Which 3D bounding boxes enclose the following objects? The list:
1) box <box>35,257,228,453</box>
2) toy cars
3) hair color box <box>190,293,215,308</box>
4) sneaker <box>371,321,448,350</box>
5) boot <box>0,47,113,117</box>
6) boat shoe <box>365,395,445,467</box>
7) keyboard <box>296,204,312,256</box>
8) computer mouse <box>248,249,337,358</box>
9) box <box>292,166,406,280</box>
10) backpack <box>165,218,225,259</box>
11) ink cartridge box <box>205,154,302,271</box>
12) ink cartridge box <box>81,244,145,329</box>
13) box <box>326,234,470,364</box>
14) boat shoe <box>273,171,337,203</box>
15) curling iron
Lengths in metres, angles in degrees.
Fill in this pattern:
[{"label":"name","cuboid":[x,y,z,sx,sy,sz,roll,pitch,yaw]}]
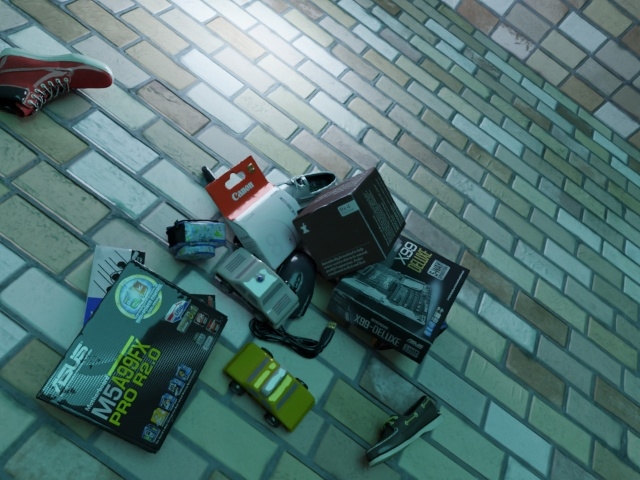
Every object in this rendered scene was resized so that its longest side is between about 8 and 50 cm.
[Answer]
[{"label":"box","cuboid":[-0.320,0.202,0.906,0.216,0.060,0.270,36,58,-17]},{"label":"toy cars","cuboid":[-0.112,0.184,1.032,0.176,0.087,0.393,-3,67,-17]},{"label":"hair color box","cuboid":[-0.284,0.146,1.028,0.141,0.043,0.072,5,58,-24]},{"label":"sneaker","cuboid":[0.215,0.204,1.232,0.221,0.083,0.087,2,52,-29]},{"label":"boot","cuboid":[-0.607,-0.343,1.169,0.244,0.088,0.176,0,59,-18]},{"label":"boat shoe","cuboid":[0.169,0.399,1.075,0.228,0.081,0.068,-13,62,-42]},{"label":"keyboard","cuboid":[0.000,0.000,1.243,0.108,0.023,0.180,-29,94,-53]},{"label":"computer mouse","cuboid":[-0.032,0.133,1.160,0.184,0.060,0.262,29,50,-6]},{"label":"box","cuboid":[0.073,-0.043,1.199,0.167,0.168,0.203,60,32,-13]},{"label":"backpack","cuboid":[-0.264,0.000,1.103,0.114,0.105,0.084,-4,83,-31]},{"label":"ink cartridge box","cuboid":[-0.133,-0.069,1.178,0.189,0.066,0.232,-49,118,-47]},{"label":"ink cartridge box","cuboid":[-0.399,0.113,0.987,0.097,0.046,0.207,9,56,-22]},{"label":"box","cuboid":[0.194,0.116,1.217,0.242,0.076,0.307,30,40,15]},{"label":"boat shoe","cuboid":[-0.055,-0.138,1.318,0.227,0.081,0.079,-18,69,-34]},{"label":"curling iron","cuboid":[-0.218,-0.074,1.219,0.068,0.035,0.274,-17,68,-35]}]
